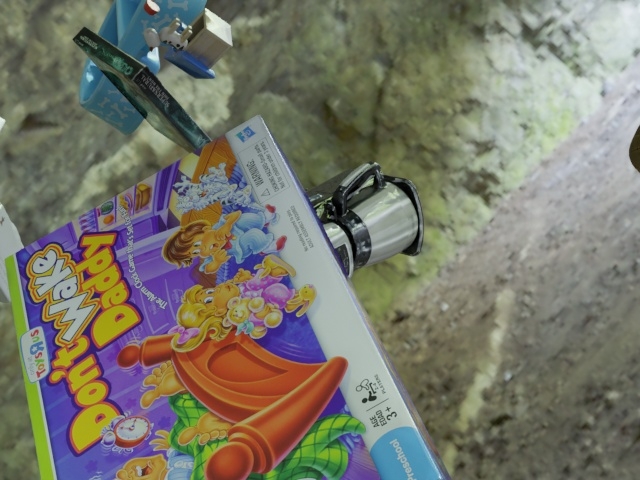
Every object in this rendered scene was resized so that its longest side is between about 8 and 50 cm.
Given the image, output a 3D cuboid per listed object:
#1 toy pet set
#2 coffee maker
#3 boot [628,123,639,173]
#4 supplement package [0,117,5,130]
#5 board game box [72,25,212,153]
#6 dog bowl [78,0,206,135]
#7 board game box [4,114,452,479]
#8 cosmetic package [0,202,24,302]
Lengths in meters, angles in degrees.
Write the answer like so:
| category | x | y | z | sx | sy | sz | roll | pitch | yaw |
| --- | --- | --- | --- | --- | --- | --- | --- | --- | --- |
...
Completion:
| category | x | y | z | sx | sy | sz | roll | pitch | yaw |
| --- | --- | --- | --- | --- | --- | --- | --- | --- | --- |
| toy pet set | -0.150 | -0.218 | 1.015 | 0.065 | 0.114 | 0.122 | -39 | 38 | 27 |
| coffee maker | 0.000 | 0.000 | 1.118 | 0.178 | 0.120 | 0.171 | -27 | 6 | -42 |
| boot | 0.412 | -0.121 | 1.048 | 0.213 | 0.077 | 0.165 | -55 | -42 | -5 |
| supplement package | -0.691 | -0.121 | 1.724 | 0.175 | 0.177 | 0.293 | -48 | 21 | 30 |
| board game box | -0.199 | -0.165 | 1.187 | 0.026 | 0.126 | 0.186 | -50 | -37 | -7 |
| dog bowl | -0.238 | -0.281 | 1.347 | 0.297 | 0.074 | 0.166 | -53 | 32 | 30 |
| board game box | -0.077 | 0.093 | 0.691 | 0.233 | 0.347 | 0.078 | -30 | -43 | 3 |
| cosmetic package | -0.504 | 0.010 | 1.278 | 0.117 | 0.231 | 0.086 | 81 | -164 | -53 |
